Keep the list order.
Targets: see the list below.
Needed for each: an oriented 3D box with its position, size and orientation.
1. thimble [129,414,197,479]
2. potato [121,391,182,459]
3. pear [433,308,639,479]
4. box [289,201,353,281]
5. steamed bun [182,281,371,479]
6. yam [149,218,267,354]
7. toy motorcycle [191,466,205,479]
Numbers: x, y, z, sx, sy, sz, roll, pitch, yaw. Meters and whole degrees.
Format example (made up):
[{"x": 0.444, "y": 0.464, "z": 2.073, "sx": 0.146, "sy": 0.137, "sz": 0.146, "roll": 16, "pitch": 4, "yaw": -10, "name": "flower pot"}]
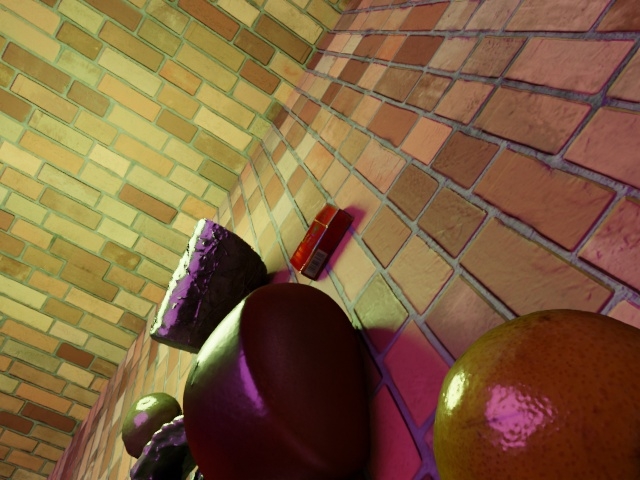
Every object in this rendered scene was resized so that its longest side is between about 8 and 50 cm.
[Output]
[{"x": -0.224, "y": 0.424, "z": 1.047, "sx": 0.219, "sy": 0.150, "sz": 0.218, "roll": -18, "pitch": 45, "yaw": 19, "name": "thimble"}, {"x": -0.466, "y": 0.516, "z": 1.598, "sx": 0.178, "sy": 0.160, "sz": 0.235, "roll": -26, "pitch": -28, "yaw": -47, "name": "potato"}, {"x": 0.198, "y": 0.155, "z": 0.450, "sx": 0.209, "sy": 0.209, "sz": 0.208, "roll": -49, "pitch": 23, "yaw": 28, "name": "pear"}, {"x": -0.001, "y": -0.001, "z": 1.357, "sx": 0.175, "sy": 0.048, "sz": 0.112, "roll": -59, "pitch": 19, "yaw": 1, "name": "box"}, {"x": -0.075, "y": 0.231, "z": 0.918, "sx": 0.235, "sy": 0.248, "sz": 0.379, "roll": -49, "pitch": 21, "yaw": 26, "name": "steamed bun"}, {"x": -0.308, "y": 0.146, "z": 1.595, "sx": 0.241, "sy": 0.241, "sz": 0.348, "roll": -11, "pitch": 52, "yaw": 64, "name": "yam"}, {"x": -0.273, "y": 0.573, "z": 1.147, "sx": 0.157, "sy": 0.091, "sz": 0.263, "roll": -39, "pitch": 27, "yaw": 51, "name": "toy motorcycle"}]
